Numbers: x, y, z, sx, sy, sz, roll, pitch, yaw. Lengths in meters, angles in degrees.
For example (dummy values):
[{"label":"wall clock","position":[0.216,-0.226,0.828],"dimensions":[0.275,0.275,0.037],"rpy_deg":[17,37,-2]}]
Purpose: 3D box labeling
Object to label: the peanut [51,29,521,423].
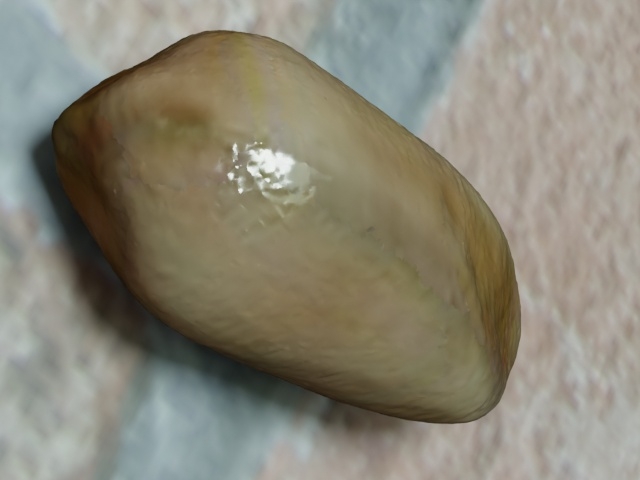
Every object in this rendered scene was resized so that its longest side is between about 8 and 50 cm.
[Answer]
[{"label":"peanut","position":[0.000,0.000,0.449],"dimensions":[0.152,0.076,0.076],"rpy_deg":[29,65,-33]}]
